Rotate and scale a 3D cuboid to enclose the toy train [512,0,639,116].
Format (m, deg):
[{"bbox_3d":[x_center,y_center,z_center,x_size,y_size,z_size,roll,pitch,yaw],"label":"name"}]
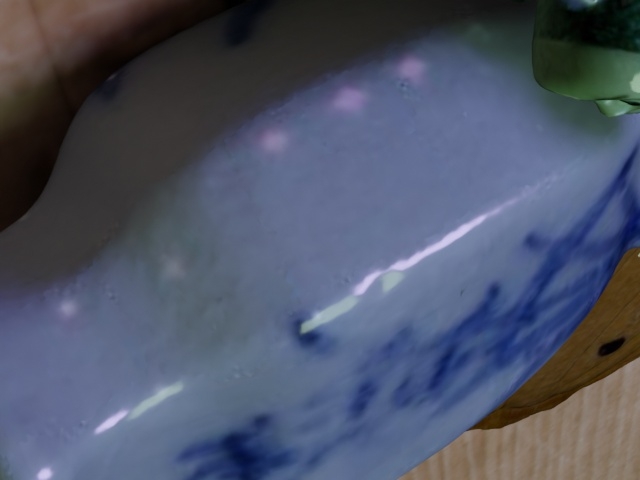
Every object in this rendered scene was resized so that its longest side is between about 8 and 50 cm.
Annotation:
[{"bbox_3d":[0.157,-0.175,0.660,0.221,0.150,0.304,2,98,-46],"label":"toy train"}]

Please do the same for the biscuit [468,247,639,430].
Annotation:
[{"bbox_3d":[0.184,0.013,1.158,0.381,0.074,0.359,11,128,-50],"label":"biscuit"}]

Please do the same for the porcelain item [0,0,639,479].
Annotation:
[{"bbox_3d":[0.000,0.000,0.804,0.405,0.178,0.242,-31,150,-23],"label":"porcelain item"}]
